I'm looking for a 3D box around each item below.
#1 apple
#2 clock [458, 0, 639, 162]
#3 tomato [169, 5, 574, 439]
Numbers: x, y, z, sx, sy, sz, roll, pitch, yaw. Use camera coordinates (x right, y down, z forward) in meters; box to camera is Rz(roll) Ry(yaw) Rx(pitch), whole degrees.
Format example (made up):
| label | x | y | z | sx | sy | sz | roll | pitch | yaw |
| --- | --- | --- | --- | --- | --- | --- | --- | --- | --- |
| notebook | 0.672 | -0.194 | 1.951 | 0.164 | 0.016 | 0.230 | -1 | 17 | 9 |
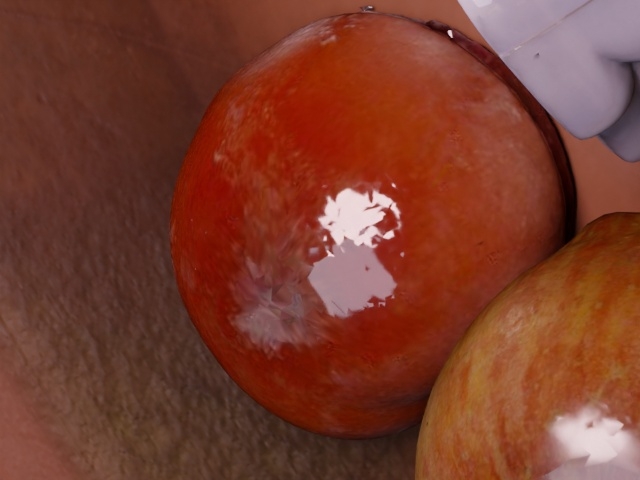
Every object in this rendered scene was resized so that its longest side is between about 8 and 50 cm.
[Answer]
| label | x | y | z | sx | sy | sz | roll | pitch | yaw |
| --- | --- | --- | --- | --- | --- | --- | --- | --- | --- |
| apple | 0.145 | 0.100 | 0.855 | 0.211 | 0.188 | 0.211 | 16 | 126 | 23 |
| clock | 0.176 | -0.167 | 0.756 | 0.254 | 0.189 | 0.189 | -27 | 94 | 24 |
| tomato | 0.000 | 0.000 | 0.960 | 0.199 | 0.112 | 0.228 | 42 | 123 | 13 |
